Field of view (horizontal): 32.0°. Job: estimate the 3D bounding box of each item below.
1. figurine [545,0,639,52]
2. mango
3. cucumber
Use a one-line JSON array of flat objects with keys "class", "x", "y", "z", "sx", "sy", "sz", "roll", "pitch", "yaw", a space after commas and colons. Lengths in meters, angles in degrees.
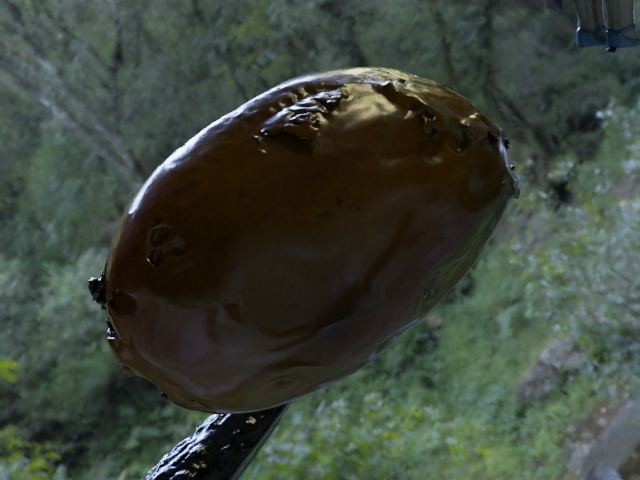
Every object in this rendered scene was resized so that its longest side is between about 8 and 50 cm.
[{"class": "figurine", "x": 0.226, "y": -0.278, "z": 0.875, "sx": 0.205, "sy": 0.103, "sz": 0.260, "roll": -135, "pitch": 41, "yaw": -73}, {"class": "mango", "x": 0.000, "y": 0.000, "z": 0.602, "sx": 0.248, "sy": 0.156, "sz": 0.151, "roll": -29, "pitch": 39, "yaw": -22}, {"class": "cucumber", "x": -0.096, "y": 0.179, "z": 0.904, "sx": 0.211, "sy": 0.062, "sz": 0.078, "roll": -50, "pitch": -9, "yaw": -38}]
